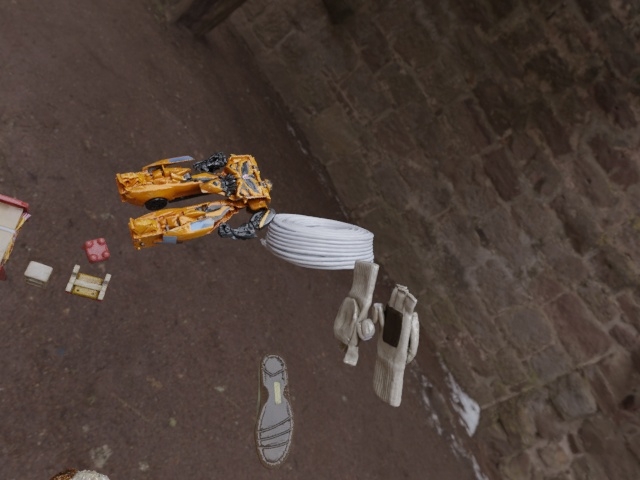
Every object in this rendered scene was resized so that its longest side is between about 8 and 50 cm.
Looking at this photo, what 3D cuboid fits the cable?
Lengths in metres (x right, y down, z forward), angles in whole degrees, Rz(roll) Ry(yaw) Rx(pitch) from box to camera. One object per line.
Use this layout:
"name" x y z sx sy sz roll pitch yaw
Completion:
"cable" 0.000 0.000 1.118 0.257 0.089 0.257 4 11 -17

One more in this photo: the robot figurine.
"robot figurine" -0.228 -0.085 0.918 0.211 0.291 0.085 66 -23 20

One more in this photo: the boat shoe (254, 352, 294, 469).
"boat shoe" -0.085 0.299 0.832 0.068 0.072 0.189 9 60 -15

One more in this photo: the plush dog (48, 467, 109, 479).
"plush dog" -0.545 0.651 1.111 0.263 0.225 0.210 15 13 13

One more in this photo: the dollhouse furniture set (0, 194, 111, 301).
"dollhouse furniture set" -0.778 0.033 1.329 0.374 0.152 0.201 22 65 -25

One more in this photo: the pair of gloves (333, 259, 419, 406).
"pair of gloves" 0.091 0.154 0.856 0.042 0.204 0.240 9 11 -25
